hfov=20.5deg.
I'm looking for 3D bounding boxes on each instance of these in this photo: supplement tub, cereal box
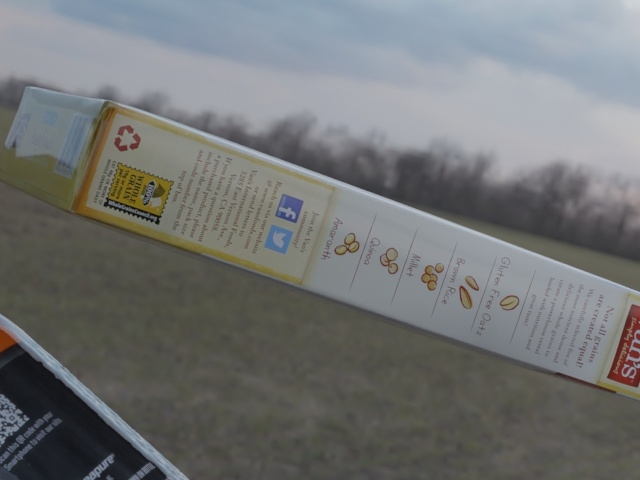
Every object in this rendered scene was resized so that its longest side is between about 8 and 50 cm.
[{"bbox_3d":[-0.127,0.099,0.716,0.198,0.106,0.106,41,6,8],"label":"supplement tub"},{"bbox_3d":[0.000,0.000,0.713,0.240,0.047,0.173,20,-1,-19],"label":"cereal box"}]
